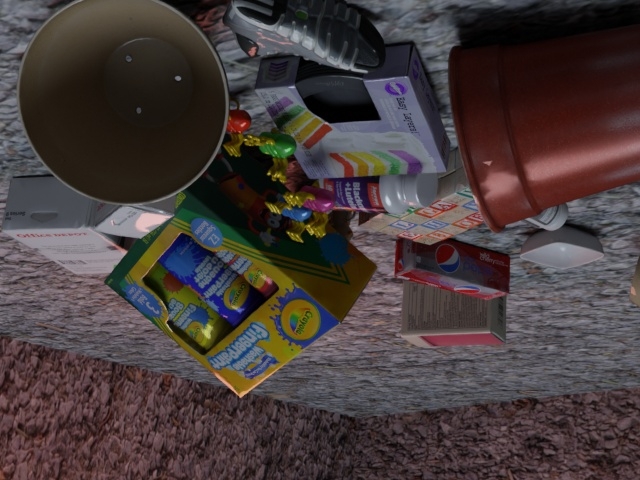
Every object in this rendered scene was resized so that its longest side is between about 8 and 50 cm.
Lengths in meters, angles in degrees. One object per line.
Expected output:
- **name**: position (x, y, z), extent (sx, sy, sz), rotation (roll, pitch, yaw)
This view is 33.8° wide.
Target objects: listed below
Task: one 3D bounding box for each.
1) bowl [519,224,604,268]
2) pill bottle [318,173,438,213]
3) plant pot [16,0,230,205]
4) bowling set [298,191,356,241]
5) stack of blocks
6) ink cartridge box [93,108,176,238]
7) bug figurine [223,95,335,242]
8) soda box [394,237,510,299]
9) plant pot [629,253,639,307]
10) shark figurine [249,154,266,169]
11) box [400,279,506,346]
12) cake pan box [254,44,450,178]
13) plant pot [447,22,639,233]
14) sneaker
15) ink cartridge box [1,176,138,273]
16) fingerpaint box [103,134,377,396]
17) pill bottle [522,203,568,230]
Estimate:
- **bowl**: position (0.504, 0.011, 2.203), extent (0.142, 0.053, 0.142), rotation (15, 158, -26)
- **pill bottle**: position (0.102, -0.101, 1.840), extent (0.193, 0.108, 0.108), rotation (4, 164, 34)
- **plant pot**: position (-0.258, -0.209, 1.482), extent (0.284, 0.284, 0.191), rotation (4, -164, 1)
- **bowling set**: position (0.000, 0.000, 2.131), extent (0.287, 0.154, 0.200), rotation (-11, 155, 39)
- **stack of blocks**: position (0.219, -0.085, 1.936), extent (0.171, 0.087, 0.297), rotation (15, 159, -27)
- **ink cartridge box**: position (-0.298, -0.128, 1.728), extent (0.092, 0.218, 0.158), rotation (14, 159, -27)
- **bug figurine**: position (-0.068, -0.113, 1.695), extent (0.279, 0.072, 0.216), rotation (55, 163, -28)
- **soda box**: position (0.293, 0.058, 2.325), extent (0.263, 0.092, 0.083), rotation (15, 158, -27)
- **plant pot**: position (0.785, 0.100, 2.159), extent (0.274, 0.257, 0.256), rotation (15, 165, 20)
- **shark figurine**: position (-0.133, -0.067, 2.067), extent (0.166, 0.116, 0.278), rotation (44, 142, -8)
- **box**: position (0.326, 0.174, 2.569), extent (0.232, 0.149, 0.127), rotation (-5, 160, 27)
- **cake pan box**: position (0.055, -0.195, 1.633), extent (0.245, 0.070, 0.267), rotation (-3, 149, 19)
- **plant pot**: position (0.342, -0.167, 1.446), extent (0.265, 0.272, 0.272), rotation (-12, 156, 20)
- **sneaker**: position (-0.030, -0.281, 1.456), extent (0.228, 0.086, 0.132), rotation (22, 161, -18)
- **ink cartridge box**: position (-0.493, -0.029, 2.205), extent (0.211, 0.122, 0.289), rotation (-2, 160, 19)
- **fingerpaint box**: position (-0.167, 0.069, 2.004), extent (0.371, 0.163, 0.445), rotation (41, 142, -6)
- **pill bottle**: position (0.396, -0.068, 1.960), extent (0.137, 0.078, 0.078), rotation (22, 155, -40)
